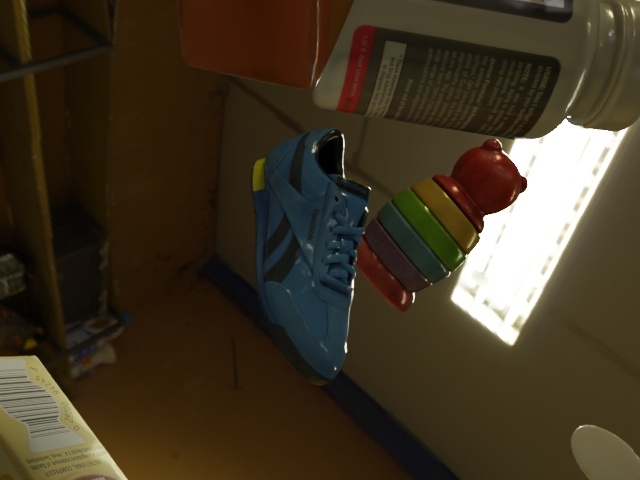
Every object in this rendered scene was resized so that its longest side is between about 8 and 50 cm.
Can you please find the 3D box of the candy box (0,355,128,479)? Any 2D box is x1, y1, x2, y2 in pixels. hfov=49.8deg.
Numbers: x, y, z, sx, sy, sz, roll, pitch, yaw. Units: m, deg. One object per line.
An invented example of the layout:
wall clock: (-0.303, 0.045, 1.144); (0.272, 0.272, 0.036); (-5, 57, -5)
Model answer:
candy box: (-0.191, 0.251, 0.465); (0.316, 0.087, 0.183); (43, -78, 24)

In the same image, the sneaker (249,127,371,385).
sneaker: (0.000, 0.000, 0.510); (0.082, 0.069, 0.209); (-26, -129, 23)

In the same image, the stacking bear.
stacking bear: (0.191, -0.035, 1.098); (0.175, 0.289, 0.164); (48, 8, -11)

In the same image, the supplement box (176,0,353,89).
supplement box: (-0.009, -0.190, 0.408); (0.080, 0.233, 0.078); (14, -42, 8)

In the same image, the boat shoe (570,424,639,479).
boat shoe: (0.387, 0.300, 0.844); (0.184, 0.066, 0.063); (35, -6, 21)

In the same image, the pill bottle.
pill bottle: (0.158, -0.196, 0.684); (0.318, 0.176, 0.176); (8, -49, -5)
